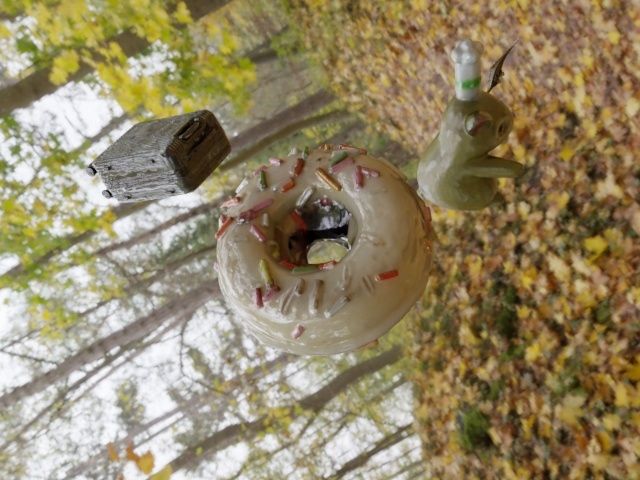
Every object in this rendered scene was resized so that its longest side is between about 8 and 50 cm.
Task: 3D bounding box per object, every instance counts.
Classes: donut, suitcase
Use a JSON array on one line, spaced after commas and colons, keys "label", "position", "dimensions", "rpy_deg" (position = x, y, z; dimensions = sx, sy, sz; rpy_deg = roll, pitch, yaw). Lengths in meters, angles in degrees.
[{"label": "donut", "position": [0.000, 0.000, 1.142], "dimensions": [0.382, 0.383, 0.142], "rpy_deg": [59, 177, 31]}, {"label": "suitcase", "position": [-0.367, -0.189, 1.585], "dimensions": [0.202, 0.312, 0.128], "rpy_deg": [-56, -50, -40]}]

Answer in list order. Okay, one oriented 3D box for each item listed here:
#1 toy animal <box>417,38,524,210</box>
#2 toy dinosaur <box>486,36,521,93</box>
[{"label": "toy animal", "position": [0.302, -0.203, 1.334], "dimensions": [0.363, 0.181, 0.181], "rpy_deg": [106, 155, -55]}, {"label": "toy dinosaur", "position": [0.410, -0.388, 1.611], "dimensions": [0.037, 0.180, 0.058], "rpy_deg": [23, -167, 7]}]
